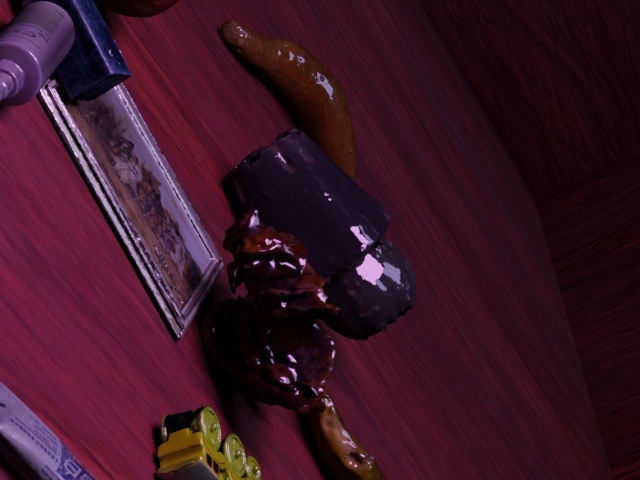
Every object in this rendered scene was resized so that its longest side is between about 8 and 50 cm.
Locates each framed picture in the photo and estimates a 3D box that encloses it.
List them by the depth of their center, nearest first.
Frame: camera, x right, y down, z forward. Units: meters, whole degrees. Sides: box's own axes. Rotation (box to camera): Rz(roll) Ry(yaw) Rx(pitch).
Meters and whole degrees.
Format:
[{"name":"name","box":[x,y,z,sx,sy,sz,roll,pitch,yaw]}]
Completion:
[{"name":"framed picture","box":[-0.175,-0.055,1.608,0.274,0.017,0.217,61,14,-13]}]

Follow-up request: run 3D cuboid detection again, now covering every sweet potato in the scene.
[{"name":"sweet potato","box":[-0.025,-0.203,2.278,0.346,0.079,0.108,49,33,-38]}]

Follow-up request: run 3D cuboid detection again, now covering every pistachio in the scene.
[{"name":"pistachio","box":[0.025,0.227,1.784,0.173,0.049,0.089,56,-6,-25]}]

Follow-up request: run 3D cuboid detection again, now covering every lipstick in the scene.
[{"name":"lipstick","box":[-0.271,-0.275,1.536,0.312,0.051,0.051,62,19,5]}]

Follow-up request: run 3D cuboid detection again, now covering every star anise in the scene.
[{"name":"star anise","box":[-0.051,0.066,1.616,0.220,0.125,0.190,166,-72,-82]}]

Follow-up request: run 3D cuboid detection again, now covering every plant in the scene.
[{"name":"plant","box":[0.000,0.000,1.905,0.256,0.142,0.164,53,15,-2]}]

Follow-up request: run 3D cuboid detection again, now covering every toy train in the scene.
[{"name":"toy train","box":[-0.063,0.231,1.461,0.250,0.053,0.085,52,27,-43]}]

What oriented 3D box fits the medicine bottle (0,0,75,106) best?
[{"name":"medicine bottle","box":[-0.253,-0.149,1.404,0.058,0.057,0.199,60,16,-18]}]

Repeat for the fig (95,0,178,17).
[{"name":"fig","box":[-0.193,-0.319,1.686,0.202,0.148,0.149,85,29,-69]}]

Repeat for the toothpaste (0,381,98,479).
[{"name":"toothpaste","box":[-0.167,0.187,1.191,0.233,0.038,0.060,54,14,-28]}]
